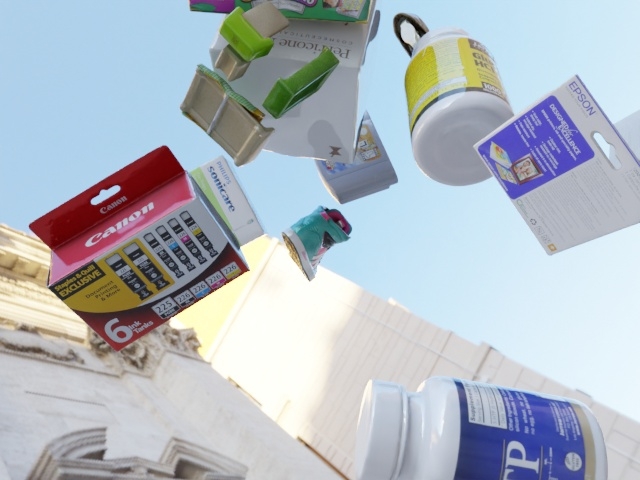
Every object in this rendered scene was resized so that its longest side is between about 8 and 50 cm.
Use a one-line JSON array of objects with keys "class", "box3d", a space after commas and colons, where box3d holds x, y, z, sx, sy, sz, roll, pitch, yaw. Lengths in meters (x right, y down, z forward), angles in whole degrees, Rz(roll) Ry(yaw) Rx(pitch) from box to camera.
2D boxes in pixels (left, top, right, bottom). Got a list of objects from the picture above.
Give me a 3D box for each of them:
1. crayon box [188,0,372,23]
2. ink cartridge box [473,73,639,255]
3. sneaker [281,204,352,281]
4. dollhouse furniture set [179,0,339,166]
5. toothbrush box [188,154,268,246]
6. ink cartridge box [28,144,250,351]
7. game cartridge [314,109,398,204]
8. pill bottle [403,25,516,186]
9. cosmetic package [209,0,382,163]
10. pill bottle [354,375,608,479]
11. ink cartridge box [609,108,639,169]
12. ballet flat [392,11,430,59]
[{"class": "crayon box", "box3d": [-0.081, -0.603, 1.184, 0.363, 0.313, 0.106, 2, -31, -5]}, {"class": "ink cartridge box", "box3d": [0.339, -0.096, 0.774, 0.045, 0.208, 0.206, -32, -92, -27]}, {"class": "sneaker", "box3d": [0.000, 0.000, 1.534, 0.178, 0.124, 0.295, -34, -18, -9]}, {"class": "dollhouse furniture set", "box3d": [-0.137, -0.317, 1.168, 0.197, 0.301, 0.151, 46, -126, -3]}, {"class": "toothbrush box", "box3d": [-0.296, -0.040, 1.326, 0.283, 0.122, 0.206, -28, -88, 1]}, {"class": "ink cartridge box", "box3d": [-0.341, 0.017, 1.075, 0.309, 0.130, 0.272, -32, -53, -2]}, {"class": "game cartridge", "box3d": [0.081, -0.241, 1.601, 0.198, 0.297, 0.062, -17, -37, -2]}, {"class": "pill bottle", "box3d": [0.259, -0.275, 1.094, 0.334, 0.188, 0.188, -87, -26, -45]}, {"class": "cosmetic package", "box3d": [-0.037, -0.453, 1.379, 0.327, 0.329, 0.393, 90, -169, -60]}, {"class": "pill bottle", "box3d": [0.128, 0.177, 0.485, 0.187, 0.112, 0.112, 10, -76, 0]}, {"class": "ink cartridge box", "box3d": [0.598, -0.187, 0.971, 0.062, 0.209, 0.109, 18, -110, -14]}, {"class": "ballet flat", "box3d": [0.309, -0.538, 1.644, 0.116, 0.342, 0.124, -38, -20, 28]}]
